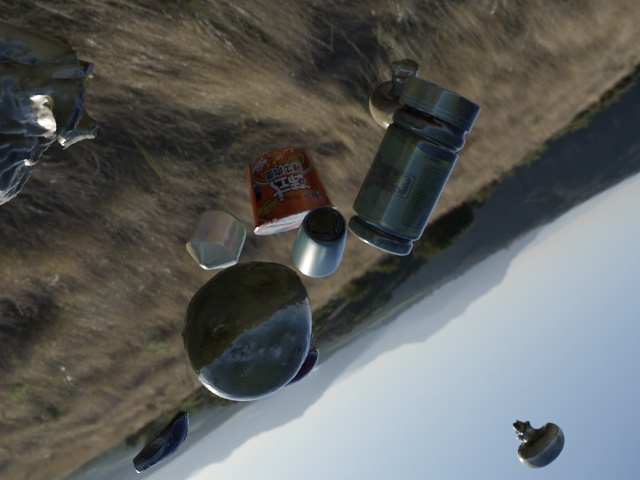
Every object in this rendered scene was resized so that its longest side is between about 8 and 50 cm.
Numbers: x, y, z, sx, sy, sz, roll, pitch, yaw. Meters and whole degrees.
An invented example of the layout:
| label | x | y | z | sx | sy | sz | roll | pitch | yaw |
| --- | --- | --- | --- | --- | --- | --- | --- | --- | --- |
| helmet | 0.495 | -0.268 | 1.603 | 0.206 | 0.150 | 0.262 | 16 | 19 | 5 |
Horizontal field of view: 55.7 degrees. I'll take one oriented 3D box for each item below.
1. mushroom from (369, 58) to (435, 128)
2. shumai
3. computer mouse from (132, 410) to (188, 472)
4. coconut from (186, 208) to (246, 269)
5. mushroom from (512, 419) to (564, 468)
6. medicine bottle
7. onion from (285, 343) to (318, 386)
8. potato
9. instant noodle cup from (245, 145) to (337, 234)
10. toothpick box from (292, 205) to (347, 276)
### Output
| label | x | y | z | sx | sy | sz | roll | pitch | yaw |
| --- | --- | --- | --- | --- | --- | --- | --- | --- | --- |
| mushroom | 0.234 | -0.403 | 1.670 | 0.204 | 0.204 | 0.204 | -33 | 169 | -7 |
| shumai | -0.455 | -0.222 | 0.858 | 0.262 | 0.314 | 0.267 | -12 | -146 | 24 |
| computer mouse | -0.423 | 0.552 | 1.657 | 0.217 | 0.073 | 0.122 | -44 | -179 | 23 |
| coconut | -0.224 | 0.006 | 1.301 | 0.116 | 0.116 | 0.122 | 123 | -12 | -63 |
| mushroom | 0.348 | 0.322 | 0.981 | 0.085 | 0.079 | 0.085 | -36 | 160 | -15 |
| medicine bottle | 0.178 | -0.143 | 1.199 | 0.151 | 0.151 | 0.323 | -9 | 125 | -66 |
| onion | -0.112 | 0.266 | 1.297 | 0.205 | 0.098 | 0.151 | 4 | -173 | 25 |
| potato | -0.101 | 0.124 | 0.880 | 0.160 | 0.178 | 0.235 | -25 | -163 | 43 |
| instant noodle cup | -0.098 | -0.143 | 1.734 | 0.250 | 0.192 | 0.250 | -17 | 173 | -2 |
| toothpick box | 0.000 | 0.000 | 1.392 | 0.120 | 0.120 | 0.184 | -31 | 162 | -19 |
